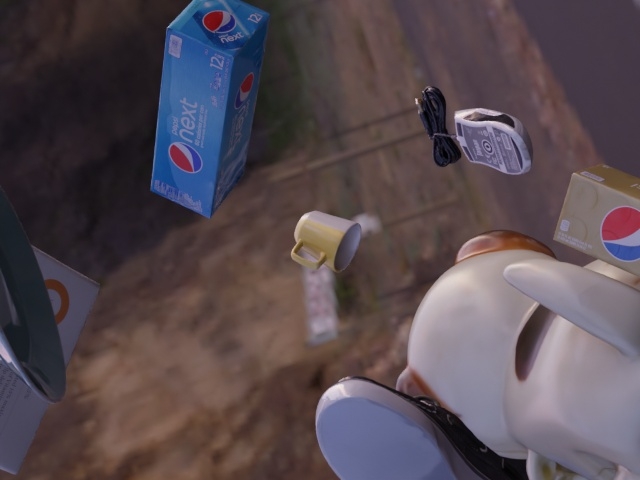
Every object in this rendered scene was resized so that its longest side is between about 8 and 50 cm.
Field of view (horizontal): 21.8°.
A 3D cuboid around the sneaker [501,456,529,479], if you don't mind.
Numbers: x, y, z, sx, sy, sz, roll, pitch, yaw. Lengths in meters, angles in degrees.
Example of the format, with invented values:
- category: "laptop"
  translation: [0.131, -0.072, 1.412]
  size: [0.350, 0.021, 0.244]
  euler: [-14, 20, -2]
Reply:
- category: "sneaker"
  translation: [0.145, 0.384, 1.981]
  size: [0.139, 0.341, 0.125]
  euler: [33, -173, 11]

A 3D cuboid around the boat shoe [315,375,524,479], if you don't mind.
- category: "boat shoe"
  translation: [0.080, 0.151, 1.178]
  size: [0.228, 0.080, 0.076]
  euler: [37, -147, -30]

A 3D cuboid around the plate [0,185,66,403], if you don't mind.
- category: "plate"
  translation: [-0.221, 0.027, 1.138]
  size: [0.188, 0.024, 0.188]
  euler: [-20, -90, -89]

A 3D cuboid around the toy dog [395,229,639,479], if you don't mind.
- category: "toy dog"
  translation: [0.243, 0.132, 1.535]
  size: [0.408, 0.395, 0.285]
  euler: [8, 80, 58]

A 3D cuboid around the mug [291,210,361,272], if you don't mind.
- category: "mug"
  translation: [0.002, -0.003, 1.917]
  size: [0.078, 0.064, 0.062]
  euler: [-8, -58, -65]

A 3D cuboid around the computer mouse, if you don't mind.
- category: "computer mouse"
  translation: [0.185, -0.118, 1.881]
  size: [0.193, 0.042, 0.106]
  euler: [21, 137, 53]

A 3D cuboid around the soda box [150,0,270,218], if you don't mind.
- category: "soda box"
  translation: [-0.101, -0.121, 1.493]
  size: [0.071, 0.067, 0.210]
  euler: [-56, -13, -39]

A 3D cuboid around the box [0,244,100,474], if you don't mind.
- category: "box"
  translation: [-0.424, 0.060, 1.630]
  size: [0.168, 0.215, 0.345]
  euler: [8, 160, 45]

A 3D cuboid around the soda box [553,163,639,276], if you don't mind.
- category: "soda box"
  translation: [0.281, 0.002, 1.312]
  size: [0.058, 0.181, 0.061]
  euler: [-16, -55, -54]
